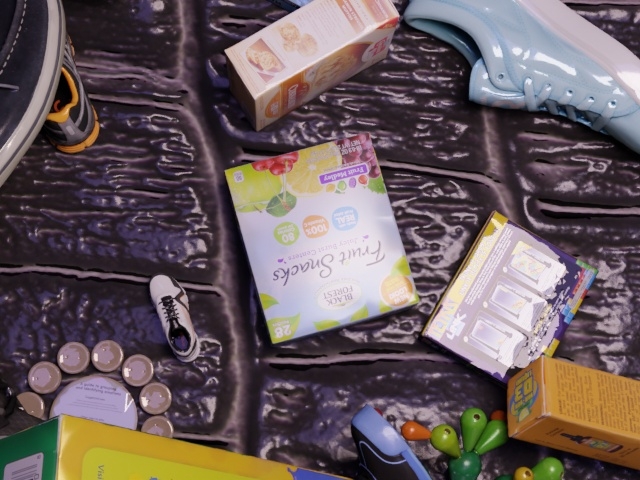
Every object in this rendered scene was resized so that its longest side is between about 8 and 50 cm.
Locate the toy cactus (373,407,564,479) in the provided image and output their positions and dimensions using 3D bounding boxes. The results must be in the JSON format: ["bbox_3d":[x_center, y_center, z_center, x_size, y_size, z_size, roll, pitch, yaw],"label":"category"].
[{"bbox_3d":[0.149,0.267,1.185,0.219,0.112,0.180,6,99,-4],"label":"toy cactus"}]

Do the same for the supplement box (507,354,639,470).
[{"bbox_3d":[0.320,0.194,1.161,0.233,0.078,0.080,15,55,-19],"label":"supplement box"}]

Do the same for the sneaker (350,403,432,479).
[{"bbox_3d":[0.078,0.282,1.101,0.090,0.081,0.232,-33,102,-11],"label":"sneaker"}]

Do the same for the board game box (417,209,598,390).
[{"bbox_3d":[0.215,0.074,1.234,0.141,0.048,0.170,31,81,5],"label":"board game box"}]

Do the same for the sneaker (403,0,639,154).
[{"bbox_3d":[0.251,-0.190,1.251,0.366,0.135,0.150,42,89,14],"label":"sneaker"}]

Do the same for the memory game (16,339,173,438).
[{"bbox_3d":[-0.257,0.203,1.211,0.186,0.012,0.186,0,80,-1],"label":"memory game"}]

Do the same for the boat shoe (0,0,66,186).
[{"bbox_3d":[-0.423,-0.100,1.081,0.187,0.156,0.500,9,60,35],"label":"boat shoe"}]

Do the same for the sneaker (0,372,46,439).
[{"bbox_3d":[-0.415,0.164,1.121,0.483,0.185,0.202,18,81,2],"label":"sneaker"}]

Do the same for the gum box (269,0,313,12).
[{"bbox_3d":[-0.020,-0.374,1.307,0.157,0.041,0.184,29,81,3],"label":"gum box"}]

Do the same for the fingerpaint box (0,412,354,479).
[{"bbox_3d":[-0.137,0.417,0.950,0.371,0.163,0.444,23,55,-42],"label":"fingerpaint box"}]

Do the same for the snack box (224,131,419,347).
[{"bbox_3d":[0.000,0.000,1.228,0.174,0.070,0.207,-16,83,-5],"label":"snack box"}]

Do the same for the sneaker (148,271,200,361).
[{"bbox_3d":[-0.165,0.084,1.220,0.040,0.044,0.109,-25,80,-4],"label":"sneaker"}]

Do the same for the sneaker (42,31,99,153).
[{"bbox_3d":[-0.323,-0.207,1.246,0.084,0.083,0.215,-31,81,-5],"label":"sneaker"}]

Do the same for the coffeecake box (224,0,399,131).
[{"bbox_3d":[-0.012,-0.213,1.227,0.185,0.142,0.068,-31,83,-7],"label":"coffeecake box"}]
